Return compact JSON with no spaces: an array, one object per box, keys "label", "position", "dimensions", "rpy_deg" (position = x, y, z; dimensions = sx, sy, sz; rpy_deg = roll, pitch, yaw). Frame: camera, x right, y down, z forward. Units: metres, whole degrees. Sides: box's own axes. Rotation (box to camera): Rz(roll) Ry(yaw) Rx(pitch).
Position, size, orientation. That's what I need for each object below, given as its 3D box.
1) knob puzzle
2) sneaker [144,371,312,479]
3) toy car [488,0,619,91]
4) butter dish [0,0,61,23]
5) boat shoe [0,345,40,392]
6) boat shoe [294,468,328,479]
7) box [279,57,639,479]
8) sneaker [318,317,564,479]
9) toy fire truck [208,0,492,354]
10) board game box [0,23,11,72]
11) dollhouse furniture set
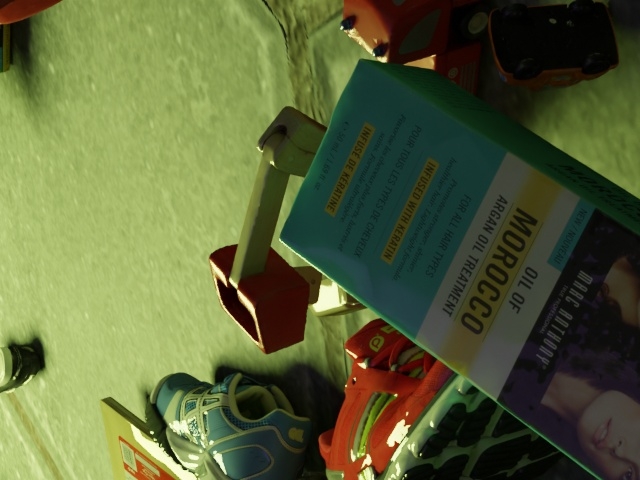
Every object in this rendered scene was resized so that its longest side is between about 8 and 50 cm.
[{"label":"knob puzzle","position":[-0.109,0.235,1.444],"dimensions":[0.213,0.030,0.213],"rpy_deg":[39,140,44]},{"label":"sneaker","position":[-0.057,0.129,1.248],"dimensions":[0.211,0.080,0.081],"rpy_deg":[33,100,60]},{"label":"toy car","position":[0.118,-0.051,0.801],"dimensions":[0.122,0.060,0.040],"rpy_deg":[63,163,16]},{"label":"butter dish","position":[-0.200,-0.208,1.212],"dimensions":[0.160,0.160,0.118],"rpy_deg":[54,172,26]},{"label":"boat shoe","position":[-0.295,0.120,1.701],"dimensions":[0.125,0.038,0.046],"rpy_deg":[150,118,-62]},{"label":"boat shoe","position":[0.058,0.284,1.130],"dimensions":[0.116,0.099,0.319],"rpy_deg":[-28,95,25]},{"label":"box","position":[0.098,0.019,0.798],"dimensions":[0.244,0.060,0.100],"rpy_deg":[36,110,33]},{"label":"sneaker","position":[0.054,0.087,0.971],"dimensions":[0.118,0.107,0.279],"rpy_deg":[68,152,23]},{"label":"toy fire truck","position":[0.013,-0.045,0.910],"dimensions":[0.047,0.135,0.192],"rpy_deg":[44,144,40]},{"label":"board game box","position":[-0.307,-0.234,1.469],"dimensions":[0.170,0.048,0.141],"rpy_deg":[51,146,32]},{"label":"dollhouse furniture set","position":[0.000,0.000,1.042],"dimensions":[0.114,0.091,0.081],"rpy_deg":[159,106,-66]}]
